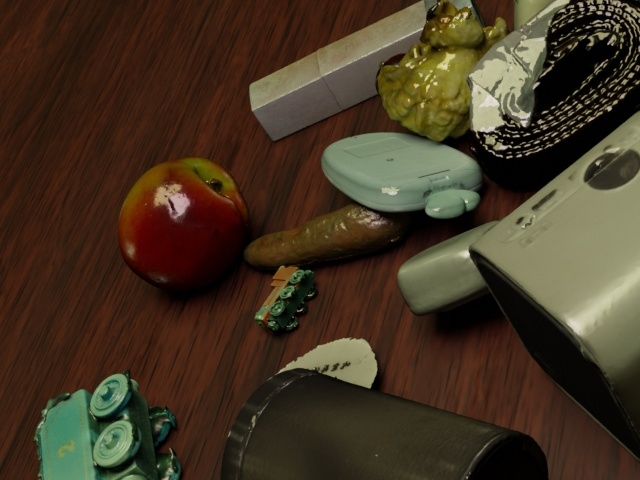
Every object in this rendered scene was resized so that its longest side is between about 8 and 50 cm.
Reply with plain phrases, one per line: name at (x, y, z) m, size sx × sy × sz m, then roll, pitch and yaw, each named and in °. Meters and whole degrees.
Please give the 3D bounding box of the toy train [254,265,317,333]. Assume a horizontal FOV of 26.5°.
toy train at (-0.050, 0.080, 1.830) m, size 0.064 × 0.044 × 0.103 m, roll 4°, pitch 50°, yaw 43°

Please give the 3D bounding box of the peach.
peach at (-0.199, -0.015, 1.935) m, size 0.197 × 0.197 × 0.197 m, roll -20°, pitch 41°, yaw 18°

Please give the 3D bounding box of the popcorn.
popcorn at (0.174, -0.237, 1.885) m, size 0.168 × 0.173 × 0.195 m, roll -83°, pitch 16°, yaw -77°

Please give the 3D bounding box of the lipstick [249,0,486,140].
lipstick at (0.071, -0.271, 2.076) m, size 0.371 × 0.080 × 0.076 m, roll -24°, pitch 41°, yaw 14°

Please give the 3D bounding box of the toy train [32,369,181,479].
toy train at (-0.275, 0.273, 1.744) m, size 0.163 × 0.112 × 0.203 m, roll -33°, pitch 37°, yaw 12°

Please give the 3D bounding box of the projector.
projector at (0.341, 0.048, 1.413) m, size 0.249 × 0.248 × 0.248 m, roll -39°, pitch 39°, yaw -5°

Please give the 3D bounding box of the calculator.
calculator at (0.112, -0.092, 1.829) m, size 0.184 × 0.042 × 0.295 m, roll -15°, pitch 26°, yaw -24°

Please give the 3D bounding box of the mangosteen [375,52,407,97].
mangosteen at (0.120, -0.234, 2.006) m, size 0.081 × 0.081 × 0.081 m, roll -20°, pitch 41°, yaw 18°

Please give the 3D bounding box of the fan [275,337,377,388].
fan at (-0.033, 0.240, 1.646) m, size 0.190 × 0.009 × 0.329 m, roll -14°, pitch 35°, yaw 36°

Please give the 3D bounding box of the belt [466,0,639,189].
belt at (0.309, -0.198, 1.732) m, size 0.289 × 0.164 × 0.184 m, roll -39°, pitch 65°, yaw -1°

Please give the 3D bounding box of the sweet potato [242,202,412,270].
sweet potato at (0.000, 0.000, 1.860) m, size 0.273 × 0.075 × 0.075 m, roll -16°, pitch 42°, yaw 28°

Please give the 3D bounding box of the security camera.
security camera at (0.229, 0.003, 1.607) m, size 0.301 × 0.080 × 0.157 m, roll -28°, pitch 0°, yaw 32°

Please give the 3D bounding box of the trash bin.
trash bin at (0.071, 0.262, 1.430) m, size 0.301 × 0.203 × 0.252 m, roll 11°, pitch 14°, yaw 41°

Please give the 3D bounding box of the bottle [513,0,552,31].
bottle at (0.309, -0.285, 1.924) m, size 0.072 × 0.072 × 0.202 m, roll -16°, pitch 42°, yaw 23°
